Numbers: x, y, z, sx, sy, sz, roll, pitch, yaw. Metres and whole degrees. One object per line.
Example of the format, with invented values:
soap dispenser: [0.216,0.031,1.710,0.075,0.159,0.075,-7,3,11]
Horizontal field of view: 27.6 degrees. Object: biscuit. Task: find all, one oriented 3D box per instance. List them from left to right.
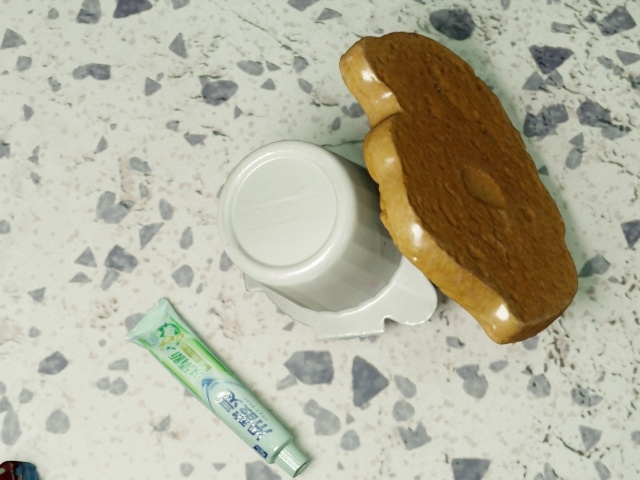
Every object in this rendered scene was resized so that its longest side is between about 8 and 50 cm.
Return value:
biscuit: [0.186,-0.071,1.681,0.349,0.078,0.455,13,51,-39]

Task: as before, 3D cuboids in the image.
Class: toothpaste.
toothpaste: [-0.130,0.196,1.698,0.297,0.048,0.075,42,78,16]

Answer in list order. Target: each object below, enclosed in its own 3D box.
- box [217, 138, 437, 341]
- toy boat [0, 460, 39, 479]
box: [0.000,0.000,1.637,0.291,0.206,0.262,44,97,22]
toy boat: [-0.431,0.394,1.581,0.129,0.142,0.309,22,55,10]
